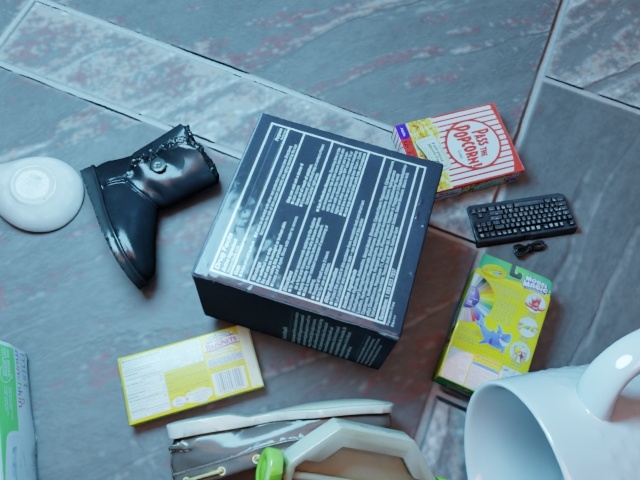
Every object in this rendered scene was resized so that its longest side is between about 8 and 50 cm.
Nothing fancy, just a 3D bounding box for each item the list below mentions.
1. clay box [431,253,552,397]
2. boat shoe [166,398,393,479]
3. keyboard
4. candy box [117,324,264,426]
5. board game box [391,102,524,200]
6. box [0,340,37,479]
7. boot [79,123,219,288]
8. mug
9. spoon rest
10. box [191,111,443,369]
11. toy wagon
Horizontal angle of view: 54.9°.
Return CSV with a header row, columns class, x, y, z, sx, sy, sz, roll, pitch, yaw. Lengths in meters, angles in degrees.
class,x,y,z,sx,sy,sz,roll,pitch,yaw
clay box,0.276,0.143,0.978,0.128,0.053,0.222,24,68,7
boat shoe,-0.053,0.287,0.878,0.325,0.116,0.096,-6,78,-4
keyboard,0.351,-0.025,1.064,0.180,0.023,0.108,-9,69,-5
candy box,-0.199,0.205,0.948,0.206,0.027,0.105,-15,66,-8
board game box,0.242,-0.155,1.099,0.194,0.045,0.146,-15,70,-8
box,-0.529,0.296,0.848,0.231,0.126,0.261,-13,68,-5
boot,-0.261,-0.067,1.016,0.207,0.094,0.246,-26,66,-8
mug,0.399,0.256,0.779,0.328,0.374,0.276,-6,31,-13
spoon rest,-0.540,-0.105,1.041,0.277,0.084,0.137,22,70,-8
box,0.000,0.000,0.948,0.294,0.182,0.296,18,64,3
toy wagon,0.021,0.414,0.809,0.267,0.068,0.344,16,90,-16
